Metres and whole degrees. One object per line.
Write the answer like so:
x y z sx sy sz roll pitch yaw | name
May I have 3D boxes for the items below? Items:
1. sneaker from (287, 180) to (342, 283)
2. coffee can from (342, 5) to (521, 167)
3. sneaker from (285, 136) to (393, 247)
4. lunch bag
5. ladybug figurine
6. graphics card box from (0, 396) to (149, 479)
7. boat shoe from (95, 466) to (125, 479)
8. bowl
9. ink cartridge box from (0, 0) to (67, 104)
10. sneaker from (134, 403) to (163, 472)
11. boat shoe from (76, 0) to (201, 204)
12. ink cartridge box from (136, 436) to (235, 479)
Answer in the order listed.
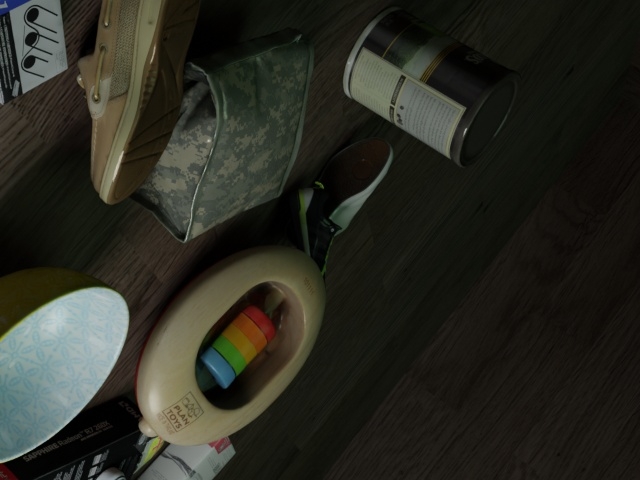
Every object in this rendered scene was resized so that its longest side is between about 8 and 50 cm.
0.000 0.000 1.877 0.084 0.097 0.235 -120 -162 -75 | sneaker
0.210 -0.293 1.779 0.201 0.275 0.201 -45 157 -25 | coffee can
0.045 -0.098 1.977 0.290 0.106 0.123 -45 162 6 | sneaker
-0.141 -0.175 1.364 0.235 0.169 0.287 -30 152 -47 | lunch bag
-0.181 0.186 1.748 0.449 0.162 0.305 -42 124 -26 | ladybug figurine
-0.476 0.438 1.664 0.371 0.094 0.233 -16 136 -57 | graphics card box
-0.398 0.564 1.697 0.301 0.102 0.108 -70 160 2 | boat shoe
-0.415 0.138 1.258 0.289 0.156 0.289 -44 157 -25 | bowl
-0.332 -0.255 1.006 0.097 0.046 0.207 -41 155 -35 | ink cartridge box
-0.342 0.378 1.898 0.208 0.081 0.094 -52 167 11 | sneaker
-0.242 -0.209 1.182 0.121 0.110 0.341 -39 153 -62 | boat shoe
-0.307 0.522 2.148 0.218 0.092 0.159 -48 158 -21 | ink cartridge box
